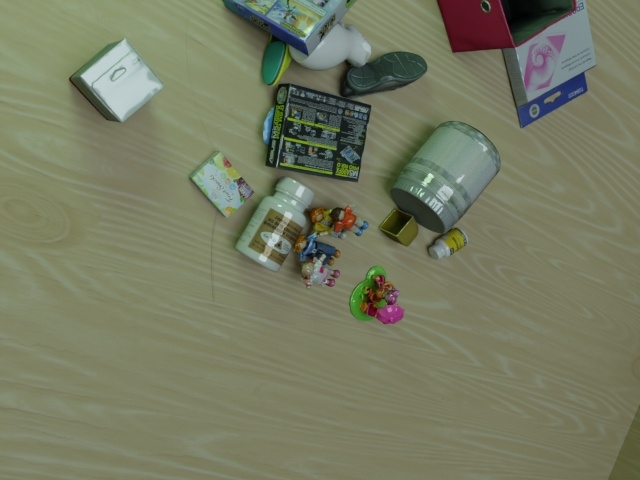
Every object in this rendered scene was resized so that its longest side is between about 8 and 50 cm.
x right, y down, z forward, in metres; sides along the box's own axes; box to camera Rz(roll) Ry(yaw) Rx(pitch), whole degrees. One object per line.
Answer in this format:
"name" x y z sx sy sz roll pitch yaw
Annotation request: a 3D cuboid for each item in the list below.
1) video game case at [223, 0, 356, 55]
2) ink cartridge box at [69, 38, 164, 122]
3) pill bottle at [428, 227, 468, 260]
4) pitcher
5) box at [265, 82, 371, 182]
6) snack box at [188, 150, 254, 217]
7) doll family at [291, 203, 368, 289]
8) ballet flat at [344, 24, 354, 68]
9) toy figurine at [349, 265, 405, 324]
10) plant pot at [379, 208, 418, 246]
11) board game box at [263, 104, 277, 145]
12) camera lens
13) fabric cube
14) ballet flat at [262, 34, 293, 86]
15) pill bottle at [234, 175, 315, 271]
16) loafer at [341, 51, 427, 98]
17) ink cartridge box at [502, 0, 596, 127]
"video game case" -0.059 -0.595 1.500 0.244 0.270 0.061 -51 161 -10
"ink cartridge box" -0.444 -0.344 1.381 0.128 0.176 0.127 -45 118 -12
"pill bottle" 0.395 0.013 1.975 0.116 0.065 0.065 -31 114 -18
"pitcher" 0.009 -0.512 1.596 0.207 0.125 0.177 -18 73 -44
"box" -0.002 -0.278 1.673 0.270 0.060 0.216 5 97 -36
"snack box" -0.249 -0.141 1.611 0.100 0.037 0.141 -45 118 -11
"doll family" 0.000 0.000 1.742 0.163 0.118 0.262 26 93 -49
"ballet flat" 0.071 -0.518 1.702 0.041 0.041 0.114 -7 104 -27
"toy figurine" 0.187 0.174 1.845 0.130 0.159 0.173 19 91 -30
"plant pot" 0.240 -0.029 1.877 0.081 0.081 0.083 -49 130 -11
"board game box" -0.083 -0.285 1.672 0.169 0.033 0.133 35 80 -35
"camera lens" 0.360 -0.186 1.822 0.274 0.219 0.219 -50 119 -10
"fabric cube" 0.498 -0.693 1.760 0.259 0.258 0.254 -34 116 -18
"ballet flat" -0.092 -0.501 1.598 0.077 0.077 0.230 -2 101 -44
"pill bottle" -0.112 -0.045 1.652 0.131 0.131 0.229 32 85 -30
"loafer" 0.170 -0.453 1.755 0.268 0.084 0.096 -20 79 -27
"ink cartridge box" 0.739 -0.571 2.026 0.324 0.071 0.330 -30 112 -20
